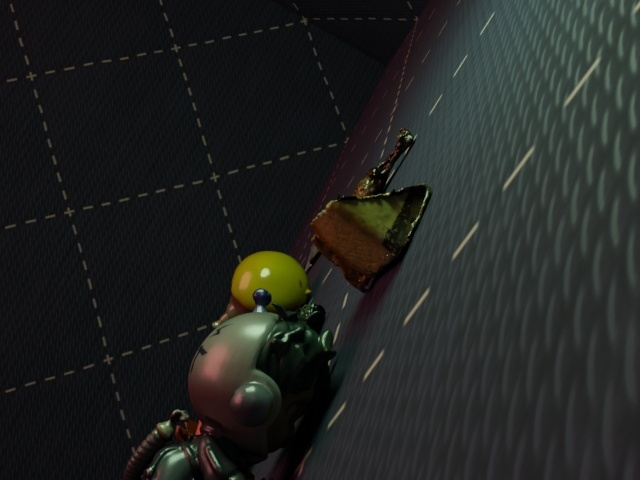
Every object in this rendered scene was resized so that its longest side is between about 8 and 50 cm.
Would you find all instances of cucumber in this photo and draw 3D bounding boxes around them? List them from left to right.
[{"bbox_3d":[-0.042,0.193,1.191,0.215,0.052,0.058,-68,-22,-46],"label":"cucumber"}]

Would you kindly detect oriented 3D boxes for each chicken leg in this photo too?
[{"bbox_3d":[0.104,-0.103,1.361,0.253,0.051,0.106,-61,11,-4],"label":"chicken leg"}]

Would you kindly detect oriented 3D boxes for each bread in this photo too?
[{"bbox_3d":[0.074,-0.026,0.980,0.152,0.127,0.147,-45,-2,-24],"label":"bread"}]

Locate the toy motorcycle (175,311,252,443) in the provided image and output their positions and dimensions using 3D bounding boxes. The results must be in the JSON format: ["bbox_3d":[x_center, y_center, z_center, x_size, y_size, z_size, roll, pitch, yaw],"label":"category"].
[{"bbox_3d":[-0.148,0.295,1.282,0.221,0.147,0.326,-11,49,55],"label":"toy motorcycle"}]

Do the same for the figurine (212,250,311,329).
[{"bbox_3d":[-0.148,0.191,1.648,0.215,0.187,0.344,4,-71,-82],"label":"figurine"}]

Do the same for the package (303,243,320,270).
[{"bbox_3d":[0.000,0.000,2.005,0.173,0.027,0.171,-56,10,51],"label":"package"}]

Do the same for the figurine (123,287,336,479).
[{"bbox_3d":[-0.112,0.245,0.881,0.382,0.186,0.261,-59,9,-24],"label":"figurine"}]
